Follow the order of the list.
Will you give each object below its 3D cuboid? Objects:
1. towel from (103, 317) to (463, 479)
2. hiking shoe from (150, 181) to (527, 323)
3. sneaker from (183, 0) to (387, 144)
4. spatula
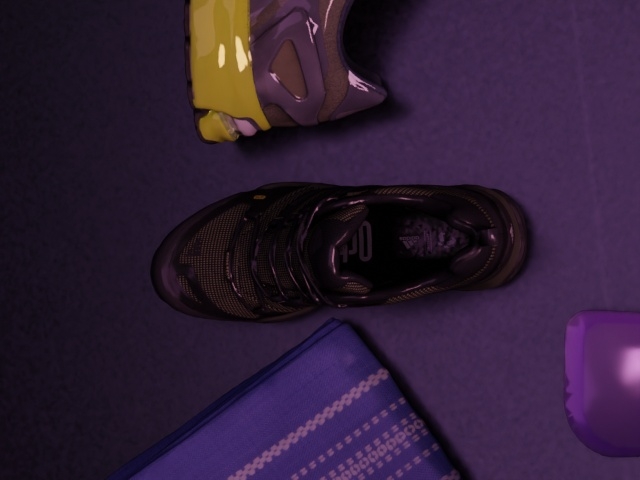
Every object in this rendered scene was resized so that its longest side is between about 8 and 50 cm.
[{"bbox_3d":[0.013,0.244,1.033,0.243,0.040,0.336,-37,81,8],"label":"towel"},{"bbox_3d":[0.000,0.000,1.004,0.227,0.114,0.086,-9,84,14],"label":"hiking shoe"},{"bbox_3d":[-0.017,-0.206,1.024,0.121,0.111,0.300,0,103,4],"label":"sneaker"},{"bbox_3d":[0.284,0.084,0.967,0.296,0.030,0.084,1,88,15],"label":"spatula"}]
